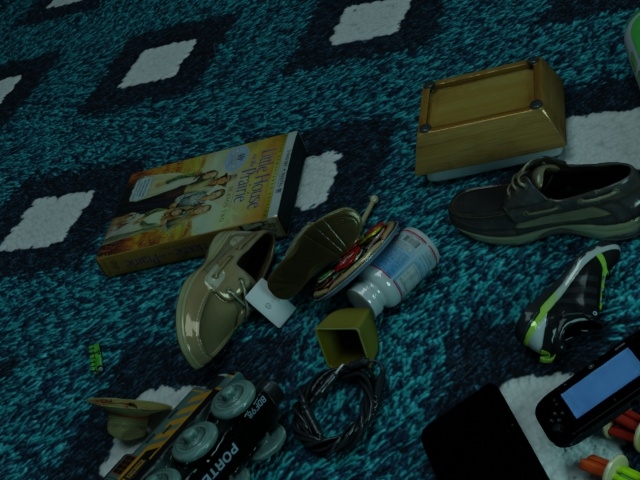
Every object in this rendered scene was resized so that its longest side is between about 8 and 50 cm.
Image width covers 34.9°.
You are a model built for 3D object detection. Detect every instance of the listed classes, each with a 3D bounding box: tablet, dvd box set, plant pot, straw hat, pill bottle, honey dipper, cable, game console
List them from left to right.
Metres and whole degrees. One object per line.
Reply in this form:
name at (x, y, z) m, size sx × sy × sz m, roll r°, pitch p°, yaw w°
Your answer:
straw hat at (-0.324, 0.303, 1.714) m, size 0.144 × 0.144 × 0.061 m, roll 3°, pitch 85°, yaw 35°
dvd box set at (-0.248, -0.080, 2.167) m, size 0.420 × 0.062 × 0.308 m, roll -12°, pitch 37°, yaw 19°
tablet at (-0.089, 0.111, 1.813) m, size 0.054 × 0.083 × 0.006 m, roll -50°, pitch 2°, yaw -31°
cable at (0.021, 0.256, 1.574) m, size 0.150 × 0.047 × 0.185 m, roll -8°, pitch 39°, yaw 24°
plant pot at (0.051, 0.152, 1.666) m, size 0.081 × 0.082 × 0.083 m, roll -3°, pitch 31°, yaw 29°
honey dipper at (0.080, -0.035, 1.933) m, size 0.030 × 0.031 × 0.161 m, roll -2°, pitch 38°, yaw 31°
pill bottle at (0.122, 0.057, 1.734) m, size 0.160 × 0.087 × 0.087 m, roll -42°, pitch 38°, yaw -22°
game console at (0.308, 0.232, 1.361) m, size 0.361 × 0.044 × 0.213 m, roll -37°, pitch 31°, yaw 8°

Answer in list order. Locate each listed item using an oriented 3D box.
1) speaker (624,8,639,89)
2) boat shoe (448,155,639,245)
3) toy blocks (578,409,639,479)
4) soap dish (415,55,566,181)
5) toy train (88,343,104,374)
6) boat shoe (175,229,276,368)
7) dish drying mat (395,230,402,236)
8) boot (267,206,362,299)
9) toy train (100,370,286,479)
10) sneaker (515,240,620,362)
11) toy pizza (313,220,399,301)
speaker at (0.639, -0.319, 1.864) m, size 0.131 × 0.131 × 0.297 m, roll -15°, pitch 36°, yaw 15°
boat shoe at (0.379, -0.082, 1.714) m, size 0.355 × 0.130 × 0.132 m, roll -3°, pitch 40°, yaw 29°
toy blocks at (0.385, 0.269, 1.323) m, size 0.123 × 0.054 × 0.148 m, roll -44°, pitch 37°, yaw -21°
soap dish at (0.321, -0.237, 1.965) m, size 0.290 × 0.118 × 0.229 m, roll -10°, pitch 37°, yaw 19°
toy train at (-0.422, 0.223, 1.923) m, size 0.023 × 0.017 × 0.083 m, roll -17°, pitch 34°, yaw -6°
boat shoe at (-0.166, 0.089, 1.844) m, size 0.110 × 0.122 × 0.341 m, roll -10°, pitch 36°, yaw 22°
dish drying mat at (0.160, 0.007, 1.845) m, size 0.032 × 0.008 × 0.083 m, roll -24°, pitch 35°, yaw 1°
boot at (0.000, 0.000, 1.820) m, size 0.213 × 0.077 × 0.165 m, roll -45°, pitch 6°, yaw 22°
toy train at (-0.198, 0.330, 1.548) m, size 0.190 × 0.142 × 0.334 m, roll 2°, pitch 43°, yaw 48°
sneaker at (0.393, 0.100, 1.539) m, size 0.234 × 0.084 × 0.097 m, roll -42°, pitch 62°, yaw -20°
toy pizza at (0.056, 0.029, 1.772) m, size 0.201 × 0.032 × 0.201 m, roll -44°, pitch 5°, yaw 5°
